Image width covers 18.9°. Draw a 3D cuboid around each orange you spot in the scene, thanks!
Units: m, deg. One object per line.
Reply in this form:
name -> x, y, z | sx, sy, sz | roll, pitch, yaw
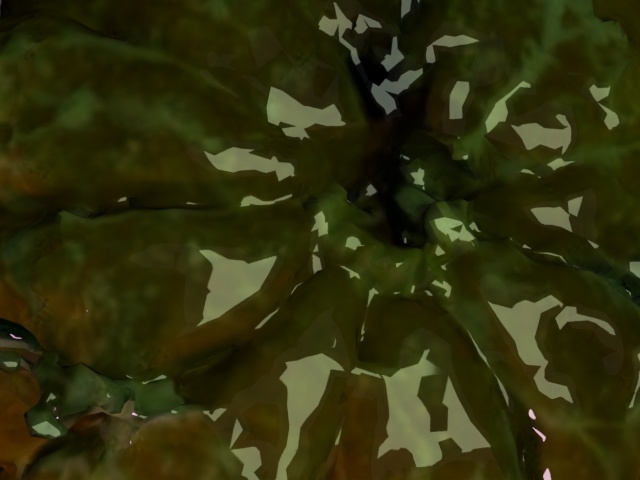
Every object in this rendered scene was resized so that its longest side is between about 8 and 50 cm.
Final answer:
orange -> 0.000, 0.000, 0.671 | 0.300, 0.223, 0.301 | 25, 75, -15
